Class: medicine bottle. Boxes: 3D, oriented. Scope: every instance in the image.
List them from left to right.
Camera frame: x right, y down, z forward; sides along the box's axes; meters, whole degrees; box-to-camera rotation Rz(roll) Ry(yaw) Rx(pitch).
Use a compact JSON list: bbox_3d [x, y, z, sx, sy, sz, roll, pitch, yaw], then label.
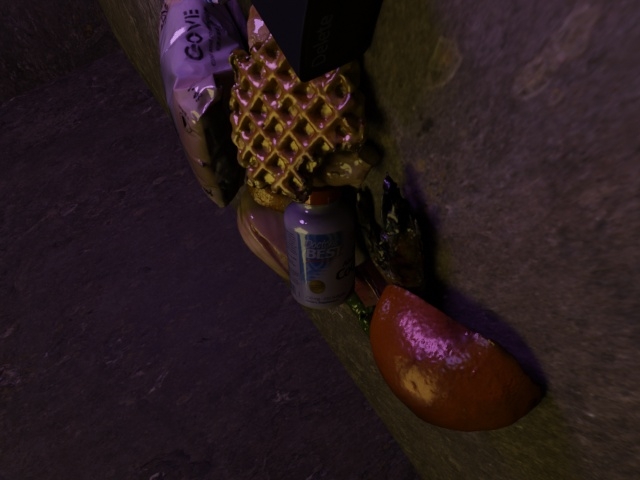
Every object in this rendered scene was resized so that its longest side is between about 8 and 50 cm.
[{"bbox_3d":[0.000,0.000,0.935,0.157,0.157,0.289,40,142,47],"label":"medicine bottle"}]

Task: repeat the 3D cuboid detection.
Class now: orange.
[{"bbox_3d":[0.239,0.220,0.787,0.310,0.274,0.274,2,136,23],"label":"orange"}]

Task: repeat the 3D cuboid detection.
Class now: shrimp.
[{"bbox_3d":[0.122,-0.014,0.810,0.233,0.071,0.365,52,171,37],"label":"shrimp"}]

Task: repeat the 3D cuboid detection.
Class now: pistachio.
[{"bbox_3d":[-0.089,-0.023,1.148,0.321,0.229,0.238,48,-149,-20],"label":"pistachio"}]

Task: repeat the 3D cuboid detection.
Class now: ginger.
[{"bbox_3d":[-0.052,-0.210,0.833,0.348,0.122,0.363,62,157,11],"label":"ginger"},{"bbox_3d":[0.126,0.196,1.169,0.137,0.089,0.290,12,-138,-59],"label":"ginger"}]

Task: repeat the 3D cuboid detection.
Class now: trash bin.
[{"bbox_3d":[-0.034,-0.343,0.503,0.225,0.115,0.165,55,165,10],"label":"trash bin"}]

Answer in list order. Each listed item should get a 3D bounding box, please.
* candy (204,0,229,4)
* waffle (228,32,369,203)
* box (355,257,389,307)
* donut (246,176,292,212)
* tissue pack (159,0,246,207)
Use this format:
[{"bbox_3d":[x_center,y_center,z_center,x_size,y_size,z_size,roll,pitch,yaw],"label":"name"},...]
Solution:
[{"bbox_3d":[-0.196,-0.509,0.739,0.092,0.073,0.160,42,160,38],"label":"candy"},{"bbox_3d":[-0.044,-0.195,0.677,0.291,0.051,0.291,11,112,28],"label":"waffle"},{"bbox_3d":[0.125,0.106,1.051,0.111,0.060,0.156,58,167,4],"label":"box"},{"bbox_3d":[-0.085,-0.142,0.999,0.065,0.178,0.162,117,160,-52],"label":"donut"},{"bbox_3d":[-0.245,-0.314,0.942,0.390,0.195,0.376,105,152,-63],"label":"tissue pack"}]
